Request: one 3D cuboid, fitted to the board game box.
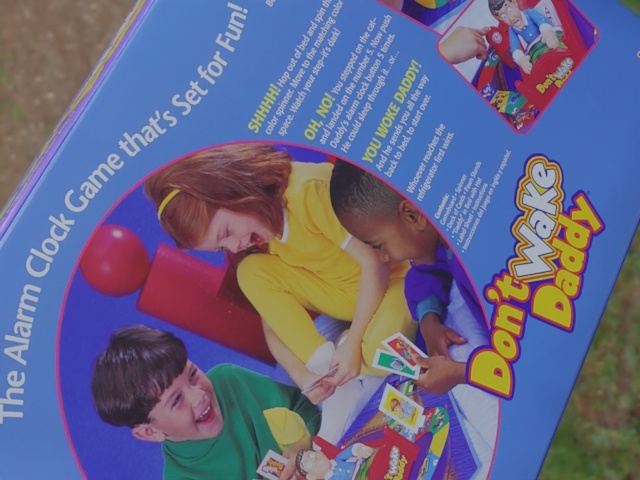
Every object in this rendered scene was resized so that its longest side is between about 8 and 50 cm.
[{"bbox_3d":[0.000,0.000,0.631,0.233,0.347,0.078,35,152,-13],"label":"board game box"}]
